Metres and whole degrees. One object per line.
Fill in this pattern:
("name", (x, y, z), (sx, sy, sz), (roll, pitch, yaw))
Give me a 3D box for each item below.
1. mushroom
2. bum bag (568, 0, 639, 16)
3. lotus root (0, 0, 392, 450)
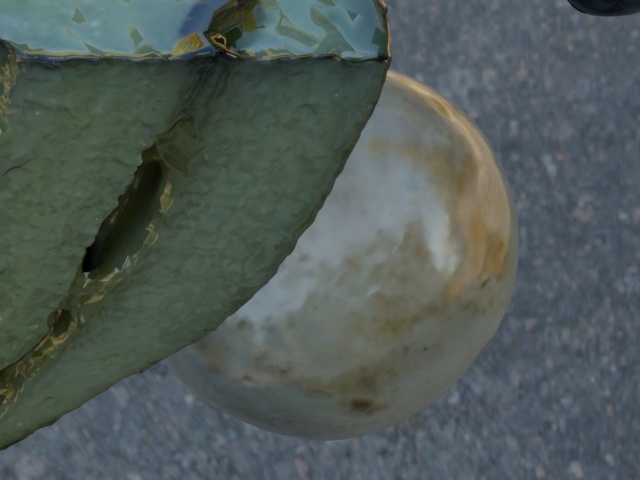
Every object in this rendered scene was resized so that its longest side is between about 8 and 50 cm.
("mushroom", (0.000, 0.000, 1.216), (0.297, 0.298, 0.290), (-23, 15, -3))
("bum bag", (0.166, -0.115, 0.413), (0.310, 0.137, 0.074), (-2, 63, 24))
("lotus root", (-0.144, -0.029, 0.568), (0.267, 0.260, 0.149), (-1, 56, -20))
